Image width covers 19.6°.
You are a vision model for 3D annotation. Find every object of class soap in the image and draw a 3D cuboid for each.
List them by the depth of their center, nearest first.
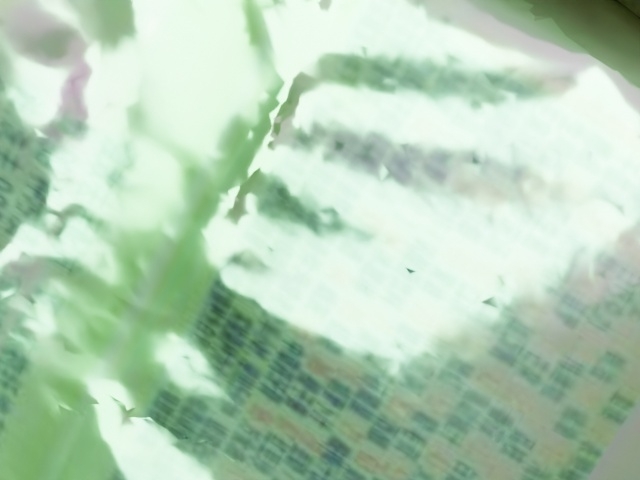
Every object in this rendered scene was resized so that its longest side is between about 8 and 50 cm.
[{"bbox_3d":[0.000,0.000,0.407,0.182,0.138,0.199,33,115,10],"label":"soap"}]
